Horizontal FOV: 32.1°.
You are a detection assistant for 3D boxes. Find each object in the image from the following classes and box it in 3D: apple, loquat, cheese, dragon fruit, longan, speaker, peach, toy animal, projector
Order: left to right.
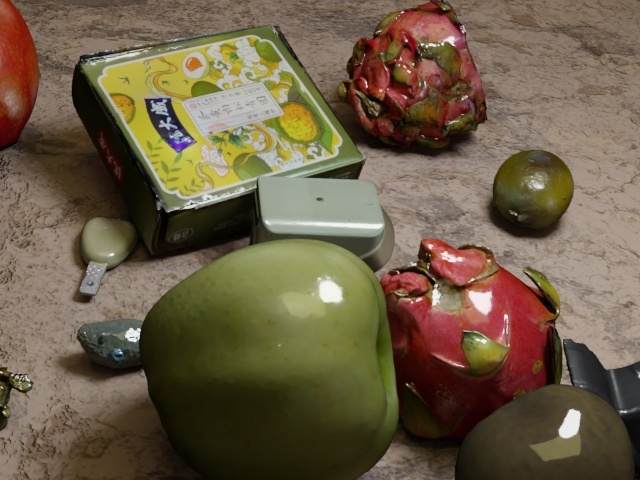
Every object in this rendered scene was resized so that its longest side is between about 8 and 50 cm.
[{"bbox_3d":[-0.678,-0.307,1.980,0.388,0.388,0.388,6,38,-5],"label":"peach"},{"bbox_3d":[-0.368,0.029,1.863,0.097,0.037,0.192,9,37,0],"label":"cheese"},{"bbox_3d":[-0.247,0.170,1.701,0.253,0.070,0.079,15,71,-14],"label":"toy animal"},{"bbox_3d":[-0.060,0.171,1.509,0.357,0.357,0.357,6,38,-5],"label":"apple"},{"bbox_3d":[0.000,0.000,1.873,0.242,0.177,0.163,1,40,-10],"label":"projector"},{"bbox_3d":[0.166,-0.331,2.285,0.263,0.314,0.296,-24,20,-2],"label":"dragon fruit"},{"bbox_3d":[0.215,0.130,1.672,0.305,0.225,0.305,-6,42,5],"label":"dragon fruit"},{"bbox_3d":[0.408,-0.103,2.130,0.152,0.152,0.195,20,47,13],"label":"loquat"},{"bbox_3d":[0.301,0.316,1.499,0.246,0.215,0.246,11,59,-19],"label":"longan"},{"bbox_3d":[0.575,0.209,1.640,0.388,0.184,0.180,-16,33,11],"label":"speaker"}]

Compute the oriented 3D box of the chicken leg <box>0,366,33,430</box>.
[{"bbox_3d":[-0.617,0.193,1.529,0.429,0.152,0.201,11,49,-11],"label":"chicken leg"}]

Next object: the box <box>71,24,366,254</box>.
[{"bbox_3d":[-0.187,-0.197,2.019,0.420,0.138,0.373,-17,61,-28],"label":"box"}]
